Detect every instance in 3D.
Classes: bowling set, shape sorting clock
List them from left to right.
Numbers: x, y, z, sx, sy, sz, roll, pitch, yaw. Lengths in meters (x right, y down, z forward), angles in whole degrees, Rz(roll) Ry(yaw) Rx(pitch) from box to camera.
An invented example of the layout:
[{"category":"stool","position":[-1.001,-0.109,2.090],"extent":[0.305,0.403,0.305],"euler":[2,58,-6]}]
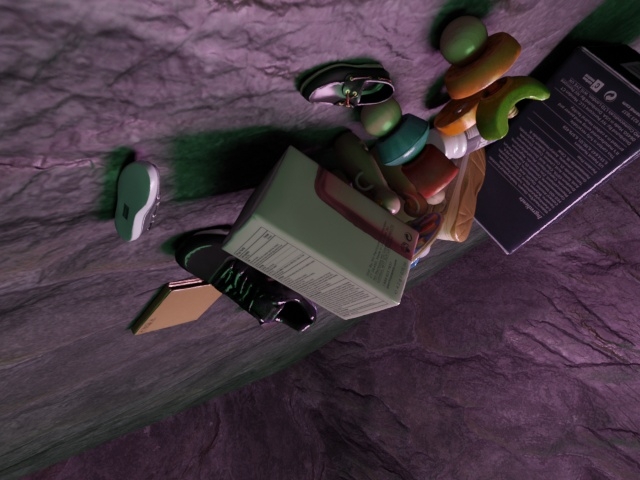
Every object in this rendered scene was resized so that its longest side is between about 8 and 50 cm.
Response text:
[{"category":"bowling set","position":[0.096,-0.067,0.758],"extent":[0.287,0.154,0.200],"euler":[-7,151,-49]},{"category":"shape sorting clock","position":[0.131,0.016,0.735],"extent":[0.206,0.040,0.206],"euler":[-44,-175,5]}]

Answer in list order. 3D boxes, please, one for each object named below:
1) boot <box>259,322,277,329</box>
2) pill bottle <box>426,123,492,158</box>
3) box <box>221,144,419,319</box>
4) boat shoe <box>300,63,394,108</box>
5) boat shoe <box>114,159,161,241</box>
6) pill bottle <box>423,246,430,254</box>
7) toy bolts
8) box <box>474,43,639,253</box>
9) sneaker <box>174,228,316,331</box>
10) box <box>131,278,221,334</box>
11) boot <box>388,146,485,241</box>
[{"category":"boot","position":[-0.064,0.127,1.140],"extent":[0.280,0.096,0.264],"euler":[-32,150,-13]},{"category":"pill bottle","position":[0.274,-0.204,0.786],"extent":[0.137,0.078,0.078],"euler":[-25,161,-12]},{"category":"box","position":[0.000,0.000,0.601],"extent":[0.148,0.232,0.126],"euler":[-33,-151,56]},{"category":"boat shoe","position":[0.037,-0.193,0.521],"extent":[0.133,0.042,0.049],"euler":[-18,160,-28]},{"category":"boat shoe","position":[-0.220,-0.051,0.508],"extent":[0.040,0.049,0.142],"euler":[-38,175,-46]},{"category":"pill bottle","position":[0.319,0.016,1.422],"extent":[0.087,0.087,0.160],"euler":[-37,160,21]},{"category":"toy bolts","position":[0.168,-0.205,0.619],"extent":[0.228,0.158,0.218],"euler":[-44,-160,9]},{"category":"box","position":[0.546,-0.198,0.917],"extent":[0.293,0.212,0.395],"euler":[-22,156,-38]},{"category":"sneaker","position":[-0.114,0.076,0.725],"extent":[0.283,0.124,0.107],"euler":[26,112,-34]},{"category":"box","position":[-0.304,0.142,0.918],"extent":[0.164,0.021,0.201],"euler":[-6,150,-51]},{"category":"boot","position":[0.240,-0.122,0.901],"extent":[0.203,0.262,0.095],"euler":[3,157,42]}]
